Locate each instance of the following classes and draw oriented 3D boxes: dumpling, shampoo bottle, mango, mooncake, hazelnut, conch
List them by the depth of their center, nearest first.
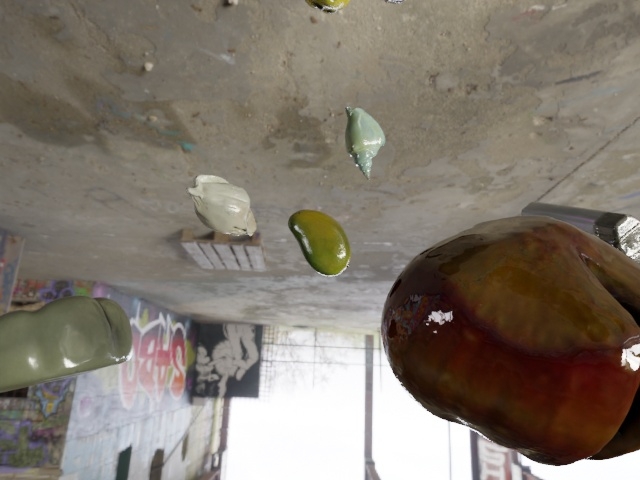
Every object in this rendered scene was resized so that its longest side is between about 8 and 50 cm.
[{"bbox_3d":[0.178,0.087,0.413,0.252,0.216,0.217,6,164,-7],"label":"hazelnut"},{"bbox_3d":[0.430,-0.017,0.767,0.086,0.056,0.227,49,179,-13],"label":"shampoo bottle"},{"bbox_3d":[-0.487,0.188,0.828,0.275,0.135,0.275,-16,171,-3],"label":"mooncake"},{"bbox_3d":[0.099,-0.224,1.057,0.088,0.180,0.065,-10,-174,27],"label":"conch"},{"bbox_3d":[-0.236,-0.092,1.123,0.118,0.136,0.199,-28,132,33],"label":"dumpling"},{"bbox_3d":[0.004,0.000,1.167,0.122,0.191,0.085,-28,-178,12],"label":"mango"}]

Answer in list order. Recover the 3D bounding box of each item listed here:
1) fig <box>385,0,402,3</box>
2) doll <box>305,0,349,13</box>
[{"bbox_3d":[0.249,-0.956,1.470,0.287,0.285,0.368,3,-177,-1],"label":"fig"},{"bbox_3d":[-0.012,-0.920,1.533,0.348,0.423,0.161,36,136,-1],"label":"doll"}]
